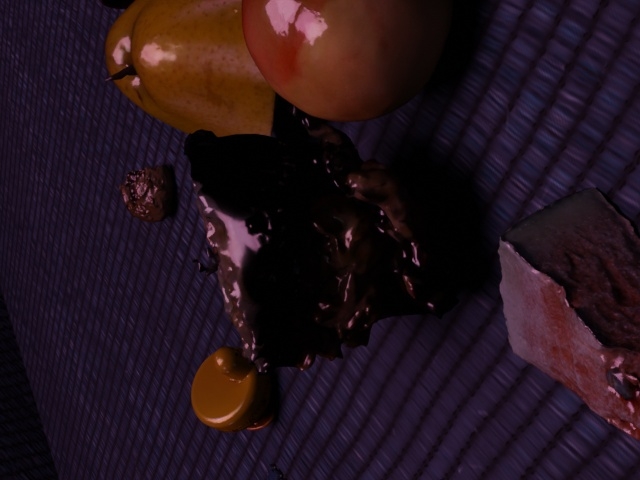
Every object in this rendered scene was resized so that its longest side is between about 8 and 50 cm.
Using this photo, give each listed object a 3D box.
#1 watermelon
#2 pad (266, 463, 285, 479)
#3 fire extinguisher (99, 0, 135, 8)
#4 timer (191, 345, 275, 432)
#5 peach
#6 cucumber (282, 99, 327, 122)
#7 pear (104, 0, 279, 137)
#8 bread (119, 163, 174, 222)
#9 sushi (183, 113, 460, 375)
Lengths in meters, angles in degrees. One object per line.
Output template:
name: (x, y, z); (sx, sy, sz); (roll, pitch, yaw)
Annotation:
watermelon: (0.212, 0.092, 0.889); (0.241, 0.094, 0.154); (48, 149, 46)
pad: (-0.015, 0.455, 1.626); (0.269, 0.012, 0.269); (44, 139, 52)
fire extinguisher: (-0.295, -0.472, 1.740); (0.138, 0.102, 0.344); (128, 127, -62)
timer: (-0.115, 0.181, 1.611); (0.107, 0.109, 0.107); (-17, 58, 30)
peach: (0.020, -0.185, 1.078); (0.184, 0.184, 0.184); (39, 135, 56)
cucumber: (-0.008, -0.206, 1.270); (0.058, 0.058, 0.187); (41, 136, 55)
pear: (-0.135, -0.197, 1.356); (0.267, 0.178, 0.267); (180, 90, -81)
bread: (-0.248, -0.065, 1.864); (0.113, 0.060, 0.082); (-10, 88, 65)
sushi: (0.006, -0.001, 1.139); (0.238, 0.218, 0.225); (-97, -5, -65)
